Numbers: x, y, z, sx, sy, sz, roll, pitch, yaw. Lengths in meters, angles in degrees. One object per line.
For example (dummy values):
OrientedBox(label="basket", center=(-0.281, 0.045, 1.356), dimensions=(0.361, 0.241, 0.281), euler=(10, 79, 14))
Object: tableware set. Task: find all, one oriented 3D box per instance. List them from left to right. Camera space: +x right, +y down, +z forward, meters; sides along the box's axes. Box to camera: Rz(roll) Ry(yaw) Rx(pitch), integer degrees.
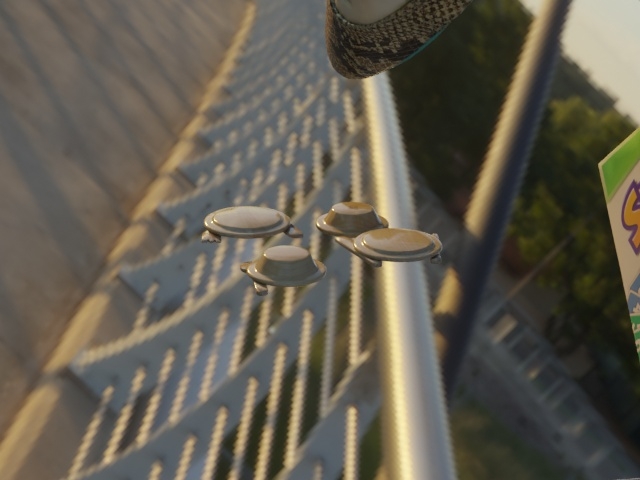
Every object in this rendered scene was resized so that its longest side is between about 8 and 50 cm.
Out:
OrientedBox(label="tableware set", center=(0.000, 0.000, 1.066), dimensions=(0.168, 0.020, 0.141), euler=(-5, 21, -17))

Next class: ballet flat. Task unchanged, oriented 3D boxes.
OrientedBox(label="ballet flat", center=(0.129, -0.323, 1.458), dimensions=(0.182, 0.483, 0.164), euler=(8, 60, -46))

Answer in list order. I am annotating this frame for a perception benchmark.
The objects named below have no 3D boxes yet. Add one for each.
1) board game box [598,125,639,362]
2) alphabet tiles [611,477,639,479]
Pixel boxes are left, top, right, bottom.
OrientedBox(label="board game box", center=(0.254, 0.003, 0.998), dimensions=(0.039, 0.124, 0.259), euler=(16, 52, -24))
OrientedBox(label="alphabet tiles", center=(0.121, 0.222, 1.130), dimensions=(0.237, 0.198, 0.009), euler=(10, 58, -56))
